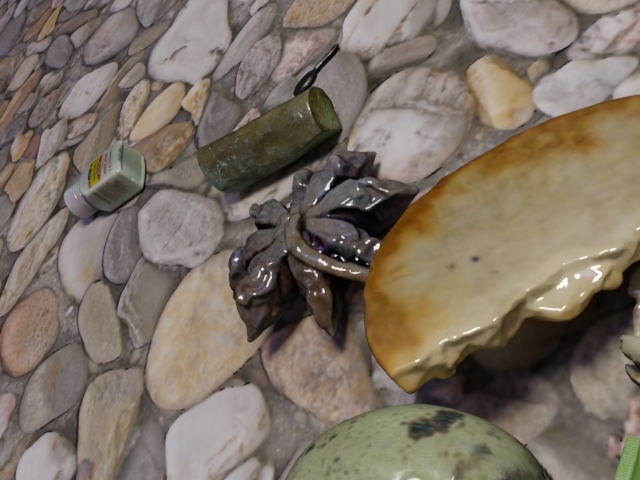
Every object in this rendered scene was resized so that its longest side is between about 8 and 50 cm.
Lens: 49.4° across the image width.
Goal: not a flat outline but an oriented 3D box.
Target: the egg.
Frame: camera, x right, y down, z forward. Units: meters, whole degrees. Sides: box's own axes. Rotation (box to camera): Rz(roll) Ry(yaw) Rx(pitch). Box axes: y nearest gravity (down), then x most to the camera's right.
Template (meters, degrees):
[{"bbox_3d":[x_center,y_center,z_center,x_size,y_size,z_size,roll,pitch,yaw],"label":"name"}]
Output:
[{"bbox_3d":[0.056,0.175,0.436,0.181,0.141,0.141,-28,46,25],"label":"egg"}]

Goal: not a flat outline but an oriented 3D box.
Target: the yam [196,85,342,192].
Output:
[{"bbox_3d":[-0.060,-0.111,0.801,0.169,0.068,0.068,-22,49,27],"label":"yam"}]

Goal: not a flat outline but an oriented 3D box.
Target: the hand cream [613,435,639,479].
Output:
[{"bbox_3d":[0.229,0.170,0.357,0.175,0.046,0.095,9,71,47],"label":"hand cream"}]

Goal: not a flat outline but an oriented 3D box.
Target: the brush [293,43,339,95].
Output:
[{"bbox_3d":[-0.006,-0.213,0.869,0.083,0.008,0.024,-48,38,4],"label":"brush"}]

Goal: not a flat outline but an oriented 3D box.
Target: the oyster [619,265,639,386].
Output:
[{"bbox_3d":[0.260,0.052,0.385,0.163,0.081,0.191,-42,14,14],"label":"oyster"}]

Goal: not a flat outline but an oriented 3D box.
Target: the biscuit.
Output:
[{"bbox_3d":[0.159,-0.019,0.517,0.309,0.040,0.204,-33,27,2],"label":"biscuit"}]

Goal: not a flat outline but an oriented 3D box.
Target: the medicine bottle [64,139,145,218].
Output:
[{"bbox_3d":[-0.314,-0.083,1.014,0.118,0.055,0.074,-31,46,22],"label":"medicine bottle"}]

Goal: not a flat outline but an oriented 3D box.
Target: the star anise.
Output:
[{"bbox_3d":[0.001,0.000,0.659,0.262,0.081,0.230,18,64,49],"label":"star anise"}]
